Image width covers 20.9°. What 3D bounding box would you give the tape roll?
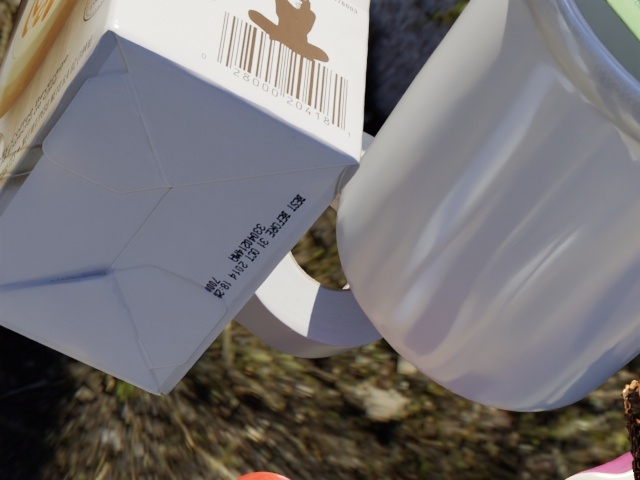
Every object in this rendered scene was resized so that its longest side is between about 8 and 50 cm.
[{"bbox_3d":[0.000,0.000,1.667,0.219,0.072,0.219,7,74,-26],"label":"tape roll"}]

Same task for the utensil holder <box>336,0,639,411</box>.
[{"bbox_3d":[0.225,-0.079,1.458,0.327,0.385,0.327,16,50,-20],"label":"utensil holder"}]

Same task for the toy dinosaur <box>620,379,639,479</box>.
[{"bbox_3d":[0.347,0.314,1.813,0.164,0.218,0.322,-30,93,29],"label":"toy dinosaur"}]

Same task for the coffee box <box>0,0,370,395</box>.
[{"bbox_3d":[-0.054,-0.086,0.664,0.098,0.246,0.141,27,128,-19],"label":"coffee box"}]

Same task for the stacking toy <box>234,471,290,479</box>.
[{"bbox_3d":[-0.130,0.253,1.386,0.330,0.141,0.141,-7,87,-45],"label":"stacking toy"}]

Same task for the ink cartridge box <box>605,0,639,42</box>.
[{"bbox_3d":[0.200,-0.178,0.736,0.209,0.062,0.109,-30,64,-7],"label":"ink cartridge box"}]

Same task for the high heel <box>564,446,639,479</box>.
[{"bbox_3d":[0.344,0.272,1.940,0.244,0.117,0.082,-35,79,8],"label":"high heel"}]
